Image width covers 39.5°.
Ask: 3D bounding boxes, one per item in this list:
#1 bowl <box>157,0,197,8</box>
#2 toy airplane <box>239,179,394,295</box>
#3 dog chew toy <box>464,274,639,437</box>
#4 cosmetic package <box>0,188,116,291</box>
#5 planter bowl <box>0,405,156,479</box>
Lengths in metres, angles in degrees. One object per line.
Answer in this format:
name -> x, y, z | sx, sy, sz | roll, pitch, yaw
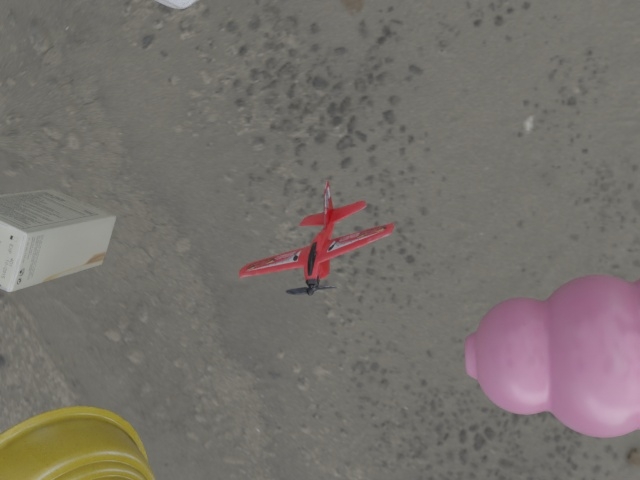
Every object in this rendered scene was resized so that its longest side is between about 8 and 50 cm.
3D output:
bowl -> -0.140, -0.286, 0.861 | 0.142, 0.142, 0.053 | 21, 45, -50
toy airplane -> 0.000, 0.000, 0.794 | 0.151, 0.151, 0.028 | -38, 123, -14
dog chew toy -> 0.326, 0.126, 0.974 | 0.331, 0.206, 0.207 | -2, 98, 13
cosmetic package -> -0.192, -0.003, 0.594 | 0.060, 0.115, 0.041 | 22, 102, 13
planter bowl -> -0.158, 0.223, 0.564 | 0.217, 0.090, 0.217 | -32, 131, -45
